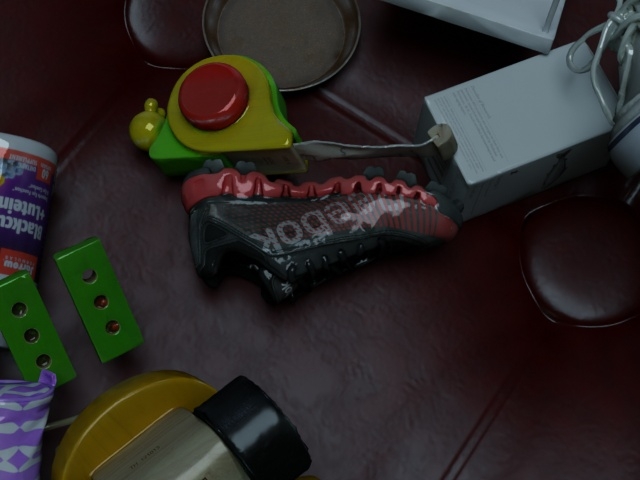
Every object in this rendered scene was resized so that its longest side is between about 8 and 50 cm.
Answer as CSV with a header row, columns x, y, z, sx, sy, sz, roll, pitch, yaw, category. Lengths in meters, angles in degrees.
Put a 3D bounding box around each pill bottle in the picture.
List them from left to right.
x,y,z,sx,sy,sz,roll,pitch,yaw,category
-0.314,0.002,1.143,0.108,0.108,0.194,7,80,0,pill bottle

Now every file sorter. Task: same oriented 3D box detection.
x,y,z,sx,sy,sz,roll,pitch,yaw,category
0.185,-0.359,1.236,0.192,0.173,0.278,19,46,6,file sorter

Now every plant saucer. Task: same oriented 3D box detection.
x,y,z,sx,sy,sz,roll,pitch,yaw,category
-0.041,-0.227,1.299,0.168,0.029,0.168,1,67,-2,plant saucer

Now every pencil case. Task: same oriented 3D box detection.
x,y,z,sx,sy,sz,roll,pitch,yaw,category
-0.267,0.218,1.034,0.088,0.086,0.206,-4,102,-39,pencil case

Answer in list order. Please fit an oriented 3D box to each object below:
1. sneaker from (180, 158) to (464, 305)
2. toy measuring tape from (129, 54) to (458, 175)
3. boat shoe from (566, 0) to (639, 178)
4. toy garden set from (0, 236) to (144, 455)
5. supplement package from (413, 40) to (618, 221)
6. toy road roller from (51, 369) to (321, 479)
x,y,z,sx,sy,sz,roll,pitch,yaw,category
0.000,0.000,1.171,0.276,0.098,0.135,2,67,1,sneaker
-0.031,-0.127,1.189,0.330,0.121,0.121,-2,67,15,toy measuring tape
0.315,-0.183,1.134,0.156,0.136,0.367,50,37,1,boat shoe
-0.275,0.136,1.091,0.244,0.049,0.204,-26,110,-17,toy garden set
0.198,-0.108,1.220,0.179,0.105,0.105,-21,70,-10,supplement package
-0.091,0.259,1.036,0.202,0.240,0.329,-38,111,-16,toy road roller
